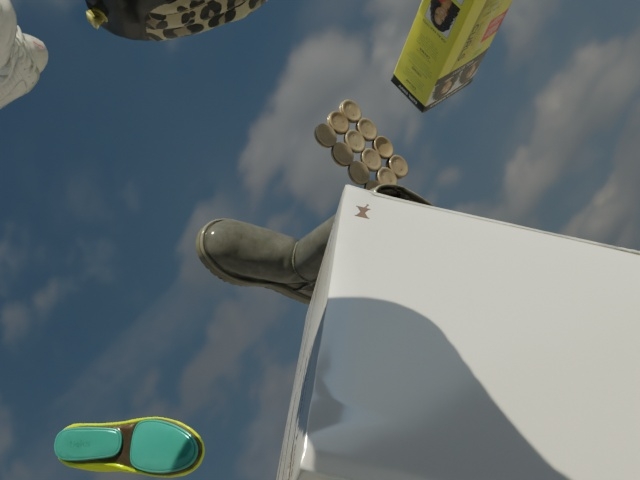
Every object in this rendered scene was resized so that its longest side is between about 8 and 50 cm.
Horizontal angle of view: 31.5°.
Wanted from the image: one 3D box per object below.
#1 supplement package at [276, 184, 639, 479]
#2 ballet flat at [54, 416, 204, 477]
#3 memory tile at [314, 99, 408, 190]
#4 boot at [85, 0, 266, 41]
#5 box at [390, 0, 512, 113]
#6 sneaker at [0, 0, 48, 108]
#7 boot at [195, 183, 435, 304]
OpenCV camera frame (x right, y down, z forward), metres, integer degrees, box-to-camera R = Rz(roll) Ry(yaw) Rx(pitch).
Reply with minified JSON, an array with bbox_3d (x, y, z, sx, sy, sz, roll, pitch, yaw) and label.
[{"bbox_3d":[0.115,0.110,0.681,0.145,0.262,0.204,105,176,-48],"label":"supplement package"},{"bbox_3d":[-0.242,0.275,1.499,0.077,0.231,0.077,41,-129,-59],"label":"ballet flat"},{"bbox_3d":[0.061,-0.131,1.670,0.012,0.148,0.113,-32,12,48],"label":"memory tile"},{"bbox_3d":[-0.119,-0.144,0.467,0.236,0.085,0.178,-17,-26,-10],"label":"boot"},{"bbox_3d":[0.144,-0.231,1.143,0.087,0.058,0.232,-33,-18,-28],"label":"box"},{"bbox_3d":[-0.295,-0.172,1.010,0.115,0.090,0.232,-21,-1,-30],"label":"sneaker"},{"bbox_3d":[-0.001,-0.002,1.154,0.190,0.208,0.076,17,-113,-29],"label":"boot"}]
